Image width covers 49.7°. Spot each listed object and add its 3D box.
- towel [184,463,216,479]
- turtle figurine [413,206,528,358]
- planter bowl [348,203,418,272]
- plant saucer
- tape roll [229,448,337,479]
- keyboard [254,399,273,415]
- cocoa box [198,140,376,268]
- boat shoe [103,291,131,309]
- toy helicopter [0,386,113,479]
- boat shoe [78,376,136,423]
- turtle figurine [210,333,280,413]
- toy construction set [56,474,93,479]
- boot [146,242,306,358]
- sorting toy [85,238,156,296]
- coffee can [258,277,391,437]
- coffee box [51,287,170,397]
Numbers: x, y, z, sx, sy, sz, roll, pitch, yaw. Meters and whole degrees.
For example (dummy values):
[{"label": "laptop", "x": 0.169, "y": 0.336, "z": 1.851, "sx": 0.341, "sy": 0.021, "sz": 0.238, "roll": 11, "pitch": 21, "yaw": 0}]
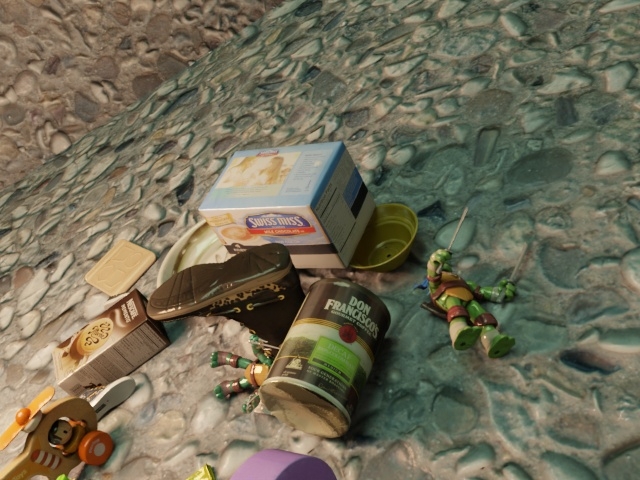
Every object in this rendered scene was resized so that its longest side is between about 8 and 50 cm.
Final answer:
[{"label": "towel", "x": -0.249, "y": 0.587, "z": 1.460, "sx": 0.102, "sy": 0.021, "sz": 0.237, "roll": -34, "pitch": 37, "yaw": -2}, {"label": "turtle figurine", "x": 0.325, "y": 0.093, "z": 1.450, "sx": 0.274, "sy": 0.198, "sz": 0.266, "roll": -27, "pitch": 42, "yaw": 13}, {"label": "planter bowl", "x": 0.158, "y": 0.014, "z": 1.737, "sx": 0.217, "sy": 0.090, "sz": 0.217, "roll": -20, "pitch": 39, "yaw": 18}, {"label": "plant saucer", "x": -0.275, "y": 0.067, "z": 1.981, "sx": 0.400, "sy": 0.101, "sz": 0.401, "roll": -20, "pitch": 40, "yaw": 17}, {"label": "tape roll", "x": -0.071, "y": 0.511, "z": 1.207, "sx": 0.090, "sy": 0.275, "sz": 0.275, "roll": -1, "pitch": 48, "yaw": 34}, {"label": "keyboard", "x": -0.034, "y": 0.368, "z": 1.552, "sx": 0.255, "sy": 0.014, "sz": 0.072, "roll": -2, "pitch": 47, "yaw": 33}, {"label": "cocoa box", "x": -0.082, "y": -0.086, "z": 1.748, "sx": 0.347, "sy": 0.228, "sz": 0.232, "roll": 0, "pitch": 48, "yaw": 33}, {"label": "boat shoe", "x": -0.612, "y": 0.180, "z": 2.141, "sx": 0.142, "sy": 0.049, "sz": 0.040, "roll": -17, "pitch": 40, "yaw": 23}, {"label": "toy helicopter", "x": -0.684, "y": 0.504, "z": 1.632, "sx": 0.140, "sy": 0.235, "sz": 0.355, "roll": 5, "pitch": 34, "yaw": 39}, {"label": "boat shoe", "x": -0.582, "y": 0.413, "z": 1.851, "sx": 0.183, "sy": 0.065, "sz": 0.083, "roll": -39, "pitch": 39, "yaw": -6}, {"label": "turtle figurine", "x": -0.153, "y": 0.312, "z": 1.607, "sx": 0.234, "sy": 0.118, "sz": 0.175, "roll": -9, "pitch": 72, "yaw": 39}, {"label": "toy construction set", "x": -0.550, "y": 0.645, "z": 1.503, "sx": 0.215, "sy": 0.151, "sz": 0.327, "roll": -39, "pitch": 38, "yaw": -8}, {"label": "boot", "x": -0.192, "y": 0.173, "z": 1.654, "sx": 0.377, "sy": 0.284, "sz": 0.138, "roll": -22, "pitch": 40, "yaw": 13}, {"label": "sorting toy", "x": -0.657, "y": 0.094, "z": 2.281, "sx": 0.208, "sy": 0.038, "sz": 0.193, "roll": 20, "pitch": 62, "yaw": 41}, {"label": "coffee can", "x": 0.015, "y": 0.249, "z": 1.481, "sx": 0.201, "sy": 0.202, "sz": 0.275, "roll": -3, "pitch": 44, "yaw": 33}, {"label": "coffee box", "x": -0.588, "y": 0.296, "z": 1.938, "sx": 0.297, "sy": 0.119, "sz": 0.168, "roll": -37, "pitch": 37, "yaw": -5}]
